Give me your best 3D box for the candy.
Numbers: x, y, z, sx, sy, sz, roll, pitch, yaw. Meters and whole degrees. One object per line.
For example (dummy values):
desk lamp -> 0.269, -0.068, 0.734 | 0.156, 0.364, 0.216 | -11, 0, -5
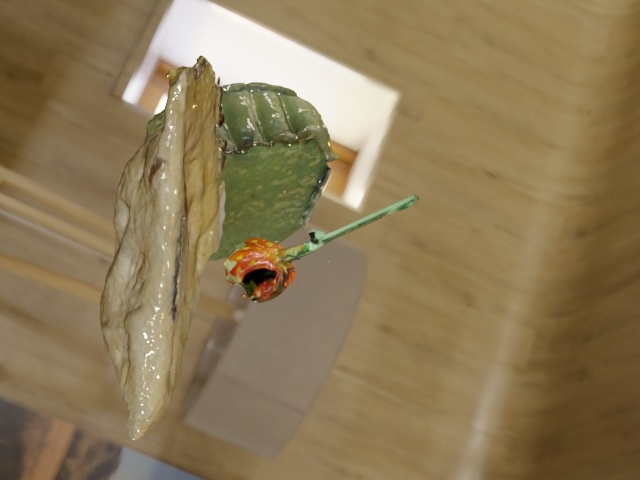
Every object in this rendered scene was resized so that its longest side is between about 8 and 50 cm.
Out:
candy -> 0.000, 0.000, 0.854 | 0.184, 0.055, 0.049 | -25, -122, 34

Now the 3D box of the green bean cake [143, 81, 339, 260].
green bean cake -> -0.104, -0.084, 1.372 | 0.227, 0.222, 0.125 | 112, -37, -53

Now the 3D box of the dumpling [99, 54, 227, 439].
dumpling -> -0.138, -0.007, 0.967 | 0.166, 0.086, 0.332 | -69, 172, -72
